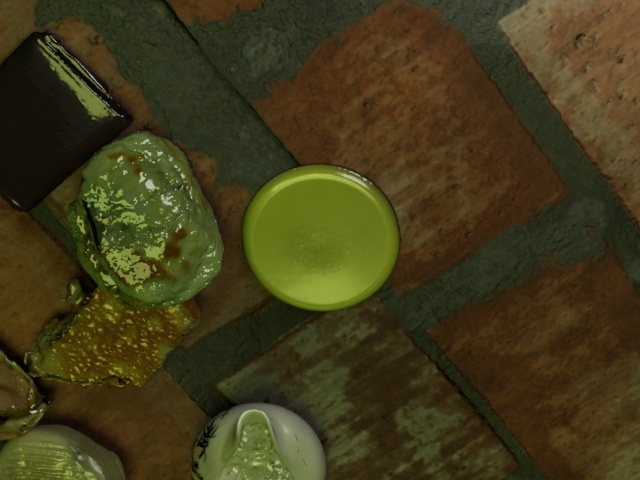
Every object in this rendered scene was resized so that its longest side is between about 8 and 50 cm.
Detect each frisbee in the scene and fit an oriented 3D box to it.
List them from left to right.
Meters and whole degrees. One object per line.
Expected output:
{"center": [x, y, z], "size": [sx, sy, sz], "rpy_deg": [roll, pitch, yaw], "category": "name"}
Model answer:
{"center": [0.000, 0.000, 1.867], "size": [0.235, 0.017, 0.236], "rpy_deg": [2, 115, 3], "category": "frisbee"}

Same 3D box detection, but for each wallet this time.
{"center": [-0.402, -0.163, 1.801], "size": [0.229, 0.049, 0.182], "rpy_deg": [-39, 107, 20], "category": "wallet"}

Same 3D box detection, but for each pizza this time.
{"center": [-0.316, 0.134, 1.918], "size": [0.189, 0.071, 0.297], "rpy_deg": [43, 111, -15], "category": "pizza"}

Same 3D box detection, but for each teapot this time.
{"center": [-0.094, 0.370, 1.973], "size": [0.208, 0.166, 0.300], "rpy_deg": [-4, 105, -8], "category": "teapot"}

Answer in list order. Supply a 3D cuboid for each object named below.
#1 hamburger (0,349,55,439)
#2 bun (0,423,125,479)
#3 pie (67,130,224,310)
{"center": [-0.526, 0.244, 1.944], "size": [0.207, 0.155, 0.135], "rpy_deg": [38, 132, -23], "category": "hamburger"}
{"center": [-0.404, 0.398, 2.021], "size": [0.209, 0.116, 0.237], "rpy_deg": [-8, 99, 10], "category": "bun"}
{"center": [-0.246, -0.022, 1.786], "size": [0.201, 0.090, 0.248], "rpy_deg": [-27, 97, -14], "category": "pie"}
